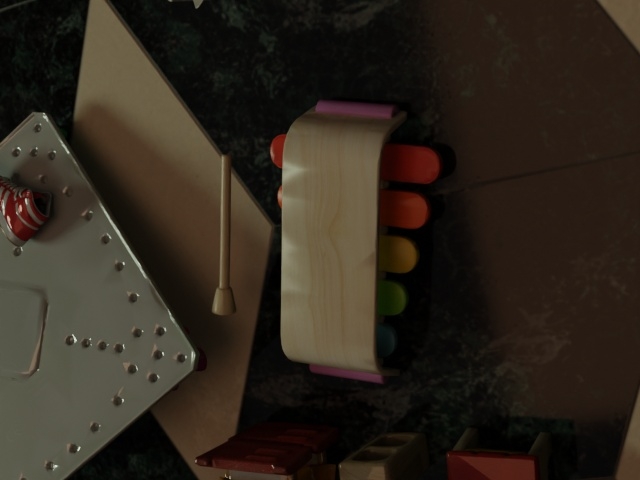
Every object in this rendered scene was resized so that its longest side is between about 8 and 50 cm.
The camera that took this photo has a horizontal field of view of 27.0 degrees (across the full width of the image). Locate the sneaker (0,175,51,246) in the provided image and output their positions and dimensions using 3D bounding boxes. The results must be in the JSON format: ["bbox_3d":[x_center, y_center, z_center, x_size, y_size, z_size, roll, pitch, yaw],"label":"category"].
[{"bbox_3d":[-0.365,-0.059,1.584,0.067,0.042,0.118,-38,77,20],"label":"sneaker"}]

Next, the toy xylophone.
[{"bbox_3d":[0.000,0.000,1.469,0.236,0.081,0.323,15,106,24],"label":"toy xylophone"}]

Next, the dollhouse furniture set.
[{"bbox_3d":[0.062,0.319,1.458,0.374,0.152,0.201,-1,99,27],"label":"dollhouse furniture set"}]

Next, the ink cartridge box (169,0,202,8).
[{"bbox_3d":[-0.156,-0.333,1.479,0.143,0.090,0.092,45,116,12],"label":"ink cartridge box"}]

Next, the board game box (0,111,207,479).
[{"bbox_3d":[-0.369,0.110,1.616,0.390,0.050,0.390,-40,69,15],"label":"board game box"}]
